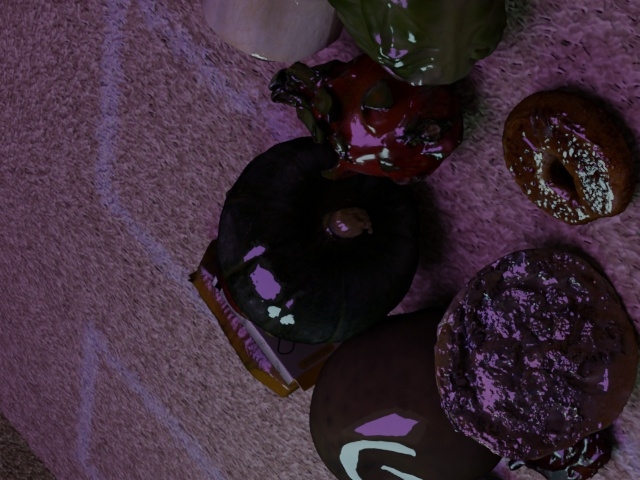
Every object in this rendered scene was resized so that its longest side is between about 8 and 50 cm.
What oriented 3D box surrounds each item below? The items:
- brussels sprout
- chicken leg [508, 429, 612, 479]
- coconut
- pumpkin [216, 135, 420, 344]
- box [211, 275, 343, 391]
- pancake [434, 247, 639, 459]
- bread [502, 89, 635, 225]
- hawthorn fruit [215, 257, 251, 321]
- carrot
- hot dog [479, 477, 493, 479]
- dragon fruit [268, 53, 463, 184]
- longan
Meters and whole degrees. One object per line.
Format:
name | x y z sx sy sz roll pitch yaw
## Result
brussels sprout | 0.116 -0.303 1.688 0.244 0.244 0.244 34 140 35
chicken leg | 0.345 0.305 2.003 0.089 0.048 0.219 57 148 11
coconut | -0.056 -0.338 1.911 0.202 0.202 0.222 47 143 21
pumpkin | 0.000 0.000 1.999 0.300 0.300 0.207 60 158 1
box | -0.060 0.131 2.357 0.247 0.129 0.033 53 148 13
pancake | 0.275 0.147 1.840 0.283 0.049 0.282 1 93 16
bread | 0.302 -0.103 1.730 0.193 0.064 0.193 34 145 29
hawthorn fruit | -0.039 0.043 2.197 0.266 0.210 0.230 32 135 16
carrot | -0.123 0.135 2.469 0.302 0.114 0.114 53 147 13
hot dog | 0.219 0.442 2.264 0.144 0.075 0.268 57 149 5
dragon fruit | 0.058 -0.169 1.874 0.200 0.269 0.198 -81 6 -84
longan | 0.135 0.243 2.049 0.350 0.288 0.288 -25 94 50
